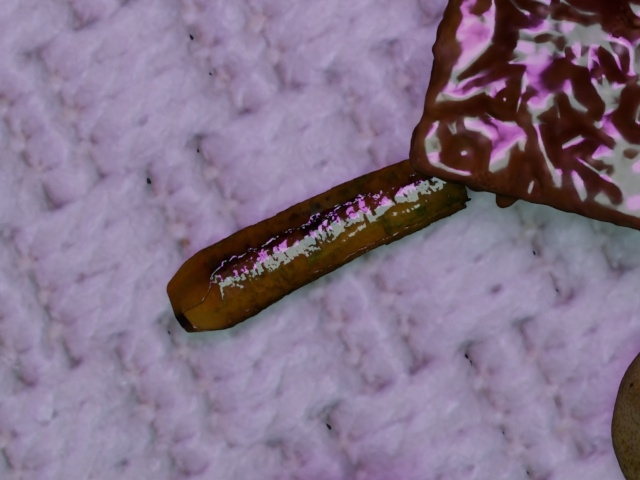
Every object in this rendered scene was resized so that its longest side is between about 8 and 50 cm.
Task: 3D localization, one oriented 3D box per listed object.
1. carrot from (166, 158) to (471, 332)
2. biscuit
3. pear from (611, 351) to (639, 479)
[{"bbox_3d":[0.000,0.000,1.610,0.260,0.070,0.070,-25,90,5],"label":"carrot"},{"bbox_3d":[0.267,-0.193,1.517,0.342,0.166,0.395,16,93,7],"label":"biscuit"},{"bbox_3d":[0.305,0.144,1.544,0.167,0.136,0.167,5,105,20],"label":"pear"}]
